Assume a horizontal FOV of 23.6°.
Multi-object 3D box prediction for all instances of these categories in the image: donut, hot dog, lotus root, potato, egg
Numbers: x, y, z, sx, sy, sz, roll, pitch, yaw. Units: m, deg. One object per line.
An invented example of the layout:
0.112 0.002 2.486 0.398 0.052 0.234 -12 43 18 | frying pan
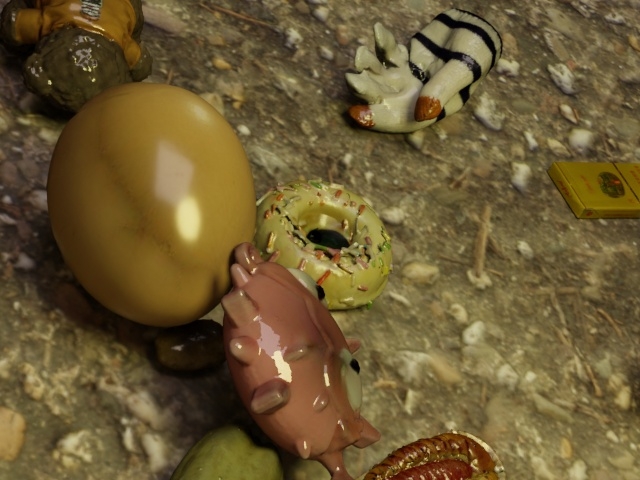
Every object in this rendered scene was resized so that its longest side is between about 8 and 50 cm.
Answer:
0.000 0.000 1.630 0.175 0.068 0.174 17 40 -15 | donut
0.103 0.235 1.442 0.192 0.053 0.099 -20 62 -40 | hot dog
-0.091 0.228 1.315 0.090 0.077 0.183 33 35 -3 | lotus root
-0.121 0.100 1.469 0.083 0.040 0.051 -7 45 -37 | potato
-0.158 -0.028 1.463 0.201 0.201 0.244 4 47 -26 | egg

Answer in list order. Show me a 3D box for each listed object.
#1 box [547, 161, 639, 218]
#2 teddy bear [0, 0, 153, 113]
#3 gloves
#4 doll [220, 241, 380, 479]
0.372 -0.064 1.953 0.155 0.023 0.087 0 49 -30 | box
-0.261 -0.215 1.671 0.177 0.140 0.190 12 50 -23 | teddy bear
0.119 -0.201 1.896 0.219 0.131 0.140 -40 73 -17 | gloves
-0.020 0.122 1.383 0.211 0.093 0.262 13 51 -62 | doll
